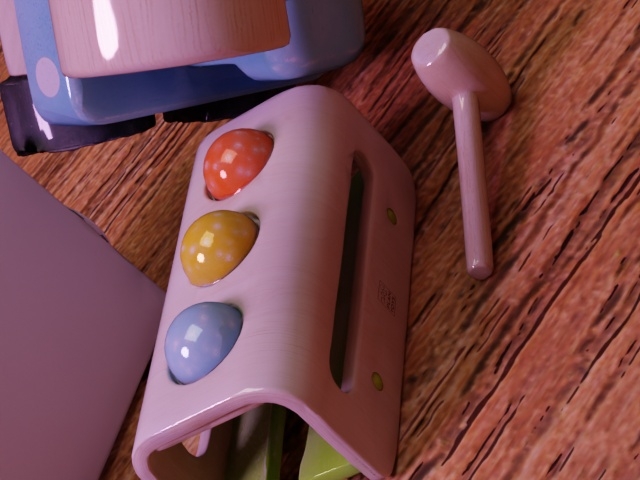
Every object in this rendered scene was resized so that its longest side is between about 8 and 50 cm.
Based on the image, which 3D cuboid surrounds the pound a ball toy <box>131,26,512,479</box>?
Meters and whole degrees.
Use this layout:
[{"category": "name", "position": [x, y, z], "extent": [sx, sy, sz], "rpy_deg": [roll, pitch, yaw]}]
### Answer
[{"category": "pound a ball toy", "position": [0.000, 0.000, 1.128], "extent": [0.208, 0.136, 0.319], "rpy_deg": [-27, 35, 29]}]

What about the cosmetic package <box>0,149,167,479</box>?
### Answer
[{"category": "cosmetic package", "position": [-0.264, 0.141, 1.226], "extent": [0.155, 0.197, 0.365], "rpy_deg": [-19, 38, 40]}]

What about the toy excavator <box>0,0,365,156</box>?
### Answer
[{"category": "toy excavator", "position": [-0.076, -0.176, 1.167], "extent": [0.433, 0.222, 0.445], "rpy_deg": [-16, 10, -42]}]
